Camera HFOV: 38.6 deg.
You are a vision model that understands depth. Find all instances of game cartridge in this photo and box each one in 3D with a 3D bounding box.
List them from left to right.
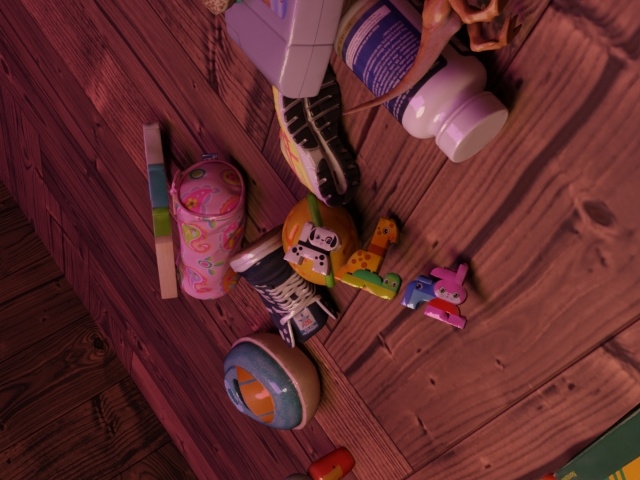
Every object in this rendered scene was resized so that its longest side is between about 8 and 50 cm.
[{"bbox_3d":[-0.030,-0.298,0.864,0.198,0.062,0.297,-122,35,-54],"label":"game cartridge"}]

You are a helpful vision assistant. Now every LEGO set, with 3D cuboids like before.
[{"bbox_3d":[0.084,0.022,1.094,0.227,0.093,0.087,21,179,16],"label":"LEGO set"}]

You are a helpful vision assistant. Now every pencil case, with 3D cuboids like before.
[{"bbox_3d":[-0.184,-0.015,1.506,0.124,0.124,0.284,49,156,22],"label":"pencil case"}]

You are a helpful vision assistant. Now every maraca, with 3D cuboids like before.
[{"bbox_3d":[0.000,0.000,1.218,0.185,0.099,0.127,97,163,-88],"label":"maraca"}]

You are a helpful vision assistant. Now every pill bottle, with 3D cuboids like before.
[{"bbox_3d":[0.096,-0.157,0.866,0.169,0.094,0.094,51,154,19],"label":"pill bottle"}]

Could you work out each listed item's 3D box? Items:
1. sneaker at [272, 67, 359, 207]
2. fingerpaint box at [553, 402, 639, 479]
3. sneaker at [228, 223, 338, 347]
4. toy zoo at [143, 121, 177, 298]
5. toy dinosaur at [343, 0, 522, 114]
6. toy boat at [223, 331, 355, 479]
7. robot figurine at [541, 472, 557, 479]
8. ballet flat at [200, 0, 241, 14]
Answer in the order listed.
[{"bbox_3d":[-0.023,-0.139,1.126,0.094,0.081,0.208,30,142,51],"label":"sneaker"},{"bbox_3d":[0.404,0.201,0.600,0.371,0.163,0.445,51,154,18],"label":"fingerpaint box"},{"bbox_3d":[-0.048,0.071,1.327,0.153,0.099,0.282,58,177,6],"label":"sneaker"},{"bbox_3d":[-0.284,-0.070,1.610,0.192,0.030,0.293,100,161,-58],"label":"toy zoo"},{"bbox_3d":[0.110,-0.193,0.798,0.112,0.064,0.211,22,99,33],"label":"toy dinosaur"},{"bbox_3d":[-0.069,0.316,1.625,0.318,0.148,0.267,60,155,0],"label":"toy boat"},{"bbox_3d":[0.300,0.336,0.988,0.158,0.128,0.219,30,152,-2],"label":"robot figurine"},{"bbox_3d":[-0.125,-0.423,0.765,0.164,0.182,0.482,-119,33,-42],"label":"ballet flat"}]
